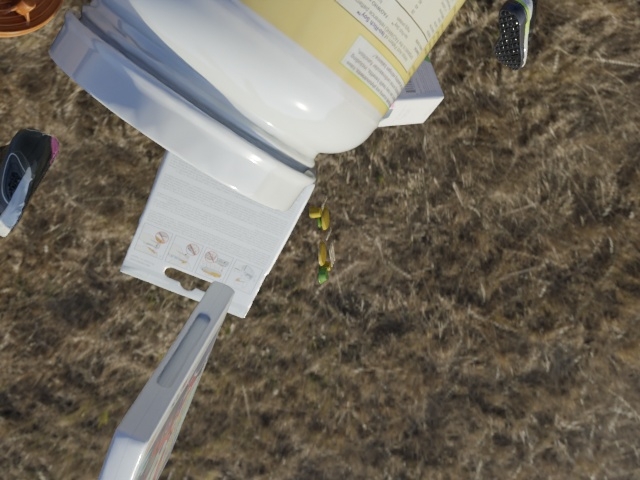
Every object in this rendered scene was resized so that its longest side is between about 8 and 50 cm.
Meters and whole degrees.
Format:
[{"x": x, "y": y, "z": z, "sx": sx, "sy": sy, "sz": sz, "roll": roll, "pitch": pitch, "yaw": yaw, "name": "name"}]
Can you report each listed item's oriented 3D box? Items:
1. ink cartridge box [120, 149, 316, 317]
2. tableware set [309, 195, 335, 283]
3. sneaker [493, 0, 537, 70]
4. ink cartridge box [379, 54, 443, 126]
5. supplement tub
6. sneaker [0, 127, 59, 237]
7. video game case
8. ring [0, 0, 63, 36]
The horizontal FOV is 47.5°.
[{"x": -0.138, "y": -0.030, "z": 0.965, "sx": 0.189, "sy": 0.066, "sz": 0.232, "roll": 23, "pitch": 120, "yaw": -12, "name": "ink cartridge box"}, {"x": 0.000, "y": 0.000, "z": 1.391, "sx": 0.024, "sy": 0.104, "sz": 0.154, "roll": 0, "pitch": 120, "yaw": 14, "name": "tableware set"}, {"x": 0.457, "y": -0.478, "z": 1.645, "sx": 0.084, "sy": 0.234, "sz": 0.097, "roll": 40, "pitch": 79, "yaw": 19, "name": "sneaker"}, {"x": 0.083, "y": -0.372, "z": 1.674, "sx": 0.354, "sy": 0.207, "sz": 0.119, "roll": -8, "pitch": 160, "yaw": -26, "name": "ink cartridge box"}, {"x": -0.011, "y": -0.212, "z": 0.510, "sx": 0.241, "sy": 0.241, "sz": 0.331, "roll": 34, "pitch": 97, "yaw": -11, "name": "supplement tub"}, {"x": -0.277, "y": -0.041, "z": 0.581, "sx": 0.077, "sy": 0.072, "sz": 0.178, "roll": 33, "pitch": 137, "yaw": -25, "name": "sneaker"}, {"x": -0.124, "y": 0.151, "z": 0.519, "sx": 0.023, "sy": 0.183, "sz": 0.201, "roll": 25, "pitch": 116, "yaw": -1, "name": "video game case"}, {"x": -0.427, "y": -0.401, "z": 0.844, "sx": 0.032, "sy": 0.336, "sz": 0.336, "roll": -19, "pitch": 114, "yaw": 31, "name": "ring"}]
